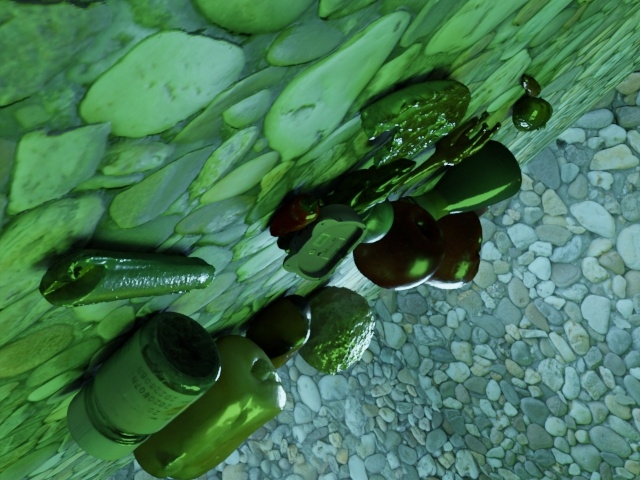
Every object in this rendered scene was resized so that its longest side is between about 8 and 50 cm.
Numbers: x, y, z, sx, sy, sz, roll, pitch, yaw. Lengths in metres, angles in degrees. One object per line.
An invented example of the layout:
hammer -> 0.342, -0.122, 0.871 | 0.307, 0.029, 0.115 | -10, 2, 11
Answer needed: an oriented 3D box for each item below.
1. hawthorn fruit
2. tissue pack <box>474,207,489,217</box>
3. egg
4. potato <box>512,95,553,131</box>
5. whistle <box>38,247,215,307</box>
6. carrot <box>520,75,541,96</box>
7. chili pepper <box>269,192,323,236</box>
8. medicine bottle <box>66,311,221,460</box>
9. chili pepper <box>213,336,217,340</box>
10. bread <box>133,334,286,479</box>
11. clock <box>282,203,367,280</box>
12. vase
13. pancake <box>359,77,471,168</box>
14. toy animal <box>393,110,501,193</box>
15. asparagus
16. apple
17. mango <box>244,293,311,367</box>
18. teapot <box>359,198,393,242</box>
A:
hawthorn fruit -> 0.376, 0.006, 2.033 | 0.275, 0.300, 0.275 | -154, -90, -89
tissue pack -> 0.438, -0.076, 2.208 | 0.246, 0.148, 0.092 | -39, 168, 8
egg -> 0.042, 0.295, 2.178 | 0.279, 0.279, 0.310 | 119, -5, -65
potato -> 0.553, -0.329, 1.682 | 0.105, 0.085, 0.188 | -43, 164, 18
whistle -> -0.225, 0.042, 0.811 | 0.068, 0.057, 0.326 | -42, 168, 8
carrot -> 0.480, -0.355, 1.472 | 0.036, 0.035, 0.165 | -41, 166, 20
chili pepper -> -0.043, -0.041, 1.069 | 0.059, 0.050, 0.191 | -34, -179, -34
medicine bottle -> -0.320, 0.265, 1.163 | 0.273, 0.165, 0.165 | -43, 168, 25
chili pepper -> -0.331, 0.272, 1.446 | 0.272, 0.063, 0.071 | -21, 148, -48
bread -> -0.286, 0.429, 1.698 | 0.376, 0.253, 0.348 | -42, 153, 15
clock -> 0.000, 0.000, 1.118 | 0.110, 0.050, 0.152 | 16, 127, -38
vase -> 0.371, -0.130, 1.747 | 0.321, 0.173, 0.173 | -30, 168, -15
pancake -> 0.154, -0.195, 1.061 | 0.197, 0.054, 0.377 | -42, 166, 18
toy animal -> 0.270, -0.189, 1.414 | 0.230, 0.066, 0.224 | -39, 171, 37
asparagus -> 0.046, -0.071, 1.164 | 0.287, 0.080, 0.080 | -31, 171, 12
apple -> 0.191, 0.011, 1.585 | 0.218, 0.218, 0.201 | -27, 167, -43
mango -> -0.119, 0.271, 1.866 | 0.201, 0.152, 0.287 | -21, 161, -46
teapot -> 0.061, -0.061, 1.252 | 0.108, 0.149, 0.111 | 33, 73, -68
